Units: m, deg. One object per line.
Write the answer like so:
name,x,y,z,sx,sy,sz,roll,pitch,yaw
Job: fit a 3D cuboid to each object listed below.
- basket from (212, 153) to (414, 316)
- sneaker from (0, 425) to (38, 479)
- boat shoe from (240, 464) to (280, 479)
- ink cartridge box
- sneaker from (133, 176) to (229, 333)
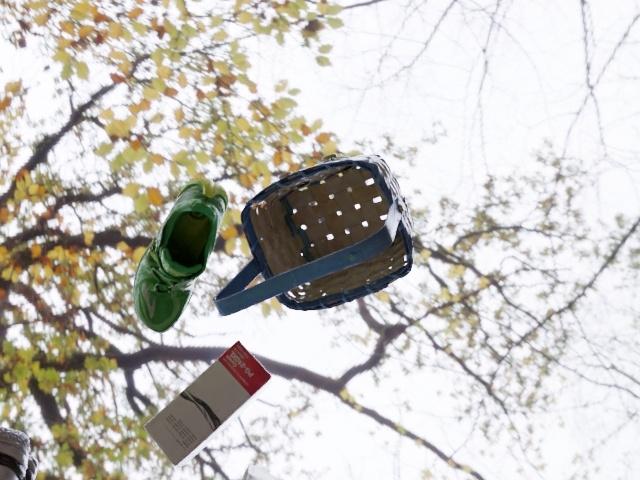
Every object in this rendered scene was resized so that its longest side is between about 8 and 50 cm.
basket,0.000,0.000,1.156,0.254,0.289,0.201,-21,-73,21
sneaker,-0.501,0.399,1.213,0.137,0.366,0.210,12,-117,-13
boat shoe,-0.113,0.428,1.278,0.109,0.305,0.091,33,-90,4
ink cartridge box,-0.210,0.314,1.606,0.237,0.172,0.100,-42,-99,-12
sneaker,-0.244,0.034,1.386,0.109,0.123,0.296,22,-66,-7
